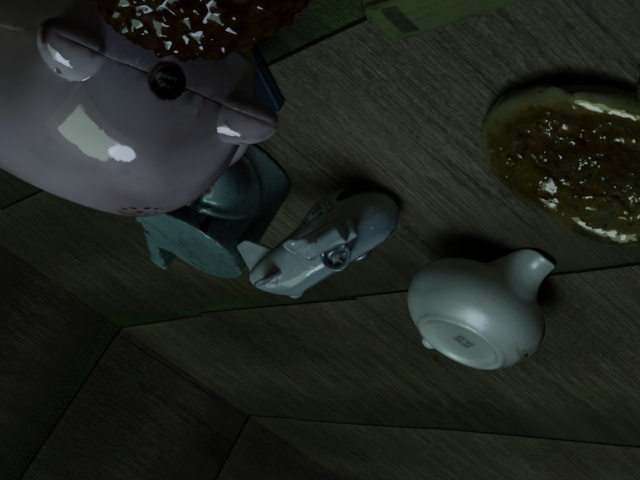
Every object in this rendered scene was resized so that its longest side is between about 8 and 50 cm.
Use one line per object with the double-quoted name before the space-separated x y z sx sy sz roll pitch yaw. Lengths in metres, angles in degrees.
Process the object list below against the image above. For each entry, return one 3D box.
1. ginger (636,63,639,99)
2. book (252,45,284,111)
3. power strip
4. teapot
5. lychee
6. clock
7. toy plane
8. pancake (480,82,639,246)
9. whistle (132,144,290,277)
"ginger" 0.378 -0.110 0.983 0.204 0.080 0.104 28 127 5
"book" -0.169 -0.273 1.405 0.191 0.025 0.269 18 156 28
"power strip" 0.152 -0.249 0.944 0.066 0.092 0.387 41 156 -24
"teapot" 0.222 0.097 1.580 0.204 0.139 0.298 36 156 -18
"lychee" -0.108 -0.295 0.936 0.304 0.275 0.276 -31 123 27
"clock" -0.232 -0.162 1.211 0.368 0.250 0.377 21 -179 -26
"toy plane" 0.000 0.000 1.576 0.117 0.245 0.245 60 159 5
"pancake" 0.300 -0.084 1.189 0.282 0.049 0.282 24 156 12
"whistle" -0.206 -0.055 1.750 0.188 0.168 0.405 40 157 -25
